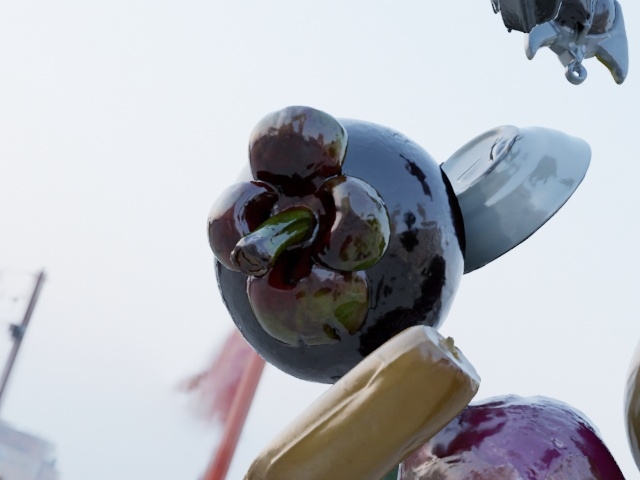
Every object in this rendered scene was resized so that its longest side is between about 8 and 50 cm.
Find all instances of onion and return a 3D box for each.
[{"bbox_3d":[0.213,0.314,2.068,0.385,0.348,0.348,51,-14,-1],"label":"onion"}]

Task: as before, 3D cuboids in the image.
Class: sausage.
[{"bbox_3d":[0.023,0.217,1.652,0.112,0.328,0.112,45,14,-14],"label":"sausage"}]

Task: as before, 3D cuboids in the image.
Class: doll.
[{"bbox_3d":[0.357,-0.356,2.209,0.145,0.316,0.103,26,-31,-37],"label":"doll"}]

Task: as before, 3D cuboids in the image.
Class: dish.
[{"bbox_3d":[0.254,-0.088,2.360,0.106,0.316,0.316,49,-22,-17],"label":"dish"}]

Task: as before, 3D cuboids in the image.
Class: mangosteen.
[{"bbox_3d":[0.000,0.000,2.184,0.382,0.382,0.435,10,-11,39],"label":"mangosteen"}]

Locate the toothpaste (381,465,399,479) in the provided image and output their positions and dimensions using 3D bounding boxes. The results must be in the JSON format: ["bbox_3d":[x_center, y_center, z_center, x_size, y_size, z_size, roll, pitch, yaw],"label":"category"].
[{"bbox_3d":[0.094,0.451,2.466,0.098,0.392,0.061,19,13,-23],"label":"toothpaste"}]

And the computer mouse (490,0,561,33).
[{"bbox_3d":[0.186,-0.301,1.498,0.071,0.126,0.231,-10,-44,-21],"label":"computer mouse"}]

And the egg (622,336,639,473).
[{"bbox_3d":[0.563,0.216,2.121,0.301,0.374,0.301,-3,11,1],"label":"egg"}]
